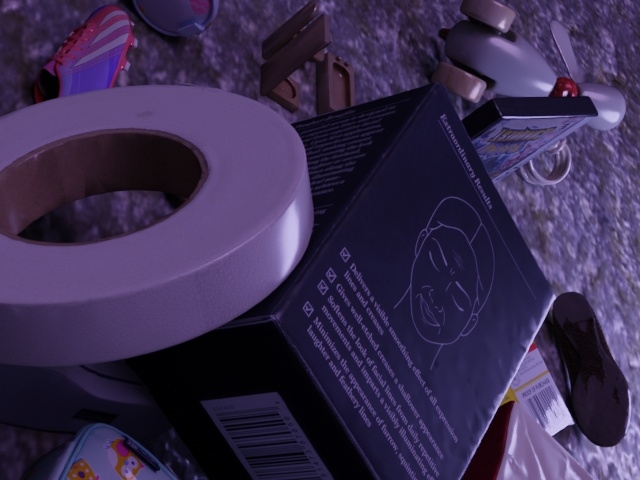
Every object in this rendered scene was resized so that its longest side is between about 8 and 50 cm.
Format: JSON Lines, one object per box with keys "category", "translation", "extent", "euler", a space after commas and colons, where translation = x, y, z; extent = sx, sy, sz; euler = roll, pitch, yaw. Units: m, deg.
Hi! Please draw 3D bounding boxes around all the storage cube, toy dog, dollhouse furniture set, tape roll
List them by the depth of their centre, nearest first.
{"category": "tape roll", "translation": [-0.200, -0.026, 1.463], "extent": [0.392, 0.392, 0.072], "euler": [-65, 153, -54]}
{"category": "storage cube", "translation": [0.192, 0.330, 1.755], "extent": [0.215, 0.193, 0.183], "euler": [44, 34, -12]}
{"category": "dollhouse furniture set", "translation": [0.018, -0.242, 2.134], "extent": [0.151, 0.123, 0.144], "euler": [31, 39, -31]}
{"category": "toy dog", "translation": [0.304, -0.263, 2.488], "extent": [0.334, 0.220, 0.161], "euler": [45, 1, -27]}

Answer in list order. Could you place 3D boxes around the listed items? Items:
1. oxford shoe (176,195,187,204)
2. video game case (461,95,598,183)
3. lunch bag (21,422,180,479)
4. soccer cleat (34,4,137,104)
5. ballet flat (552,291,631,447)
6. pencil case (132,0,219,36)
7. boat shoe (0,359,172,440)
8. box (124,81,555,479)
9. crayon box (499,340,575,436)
{"category": "oxford shoe", "translation": [-0.087, -0.063, 1.883], "extent": [0.212, 0.076, 0.076], "euler": [7, 56, -46]}
{"category": "video game case", "translation": [0.213, -0.116, 2.146], "extent": [0.275, 0.248, 0.035], "euler": [-8, 68, -54]}
{"category": "lunch bag", "translation": [-0.182, 0.307, 1.385], "extent": [0.224, 0.108, 0.279], "euler": [43, 34, -15]}
{"category": "soccer cleat", "translation": [-0.269, -0.192, 1.775], "extent": [0.095, 0.083, 0.248], "euler": [30, 42, -24]}
{"category": "ballet flat", "translation": [0.380, 0.185, 2.249], "extent": [0.058, 0.084, 0.250], "euler": [70, 5, -54]}
{"category": "pencil case", "translation": [-0.159, -0.372, 2.048], "extent": [0.273, 0.113, 0.124], "euler": [-73, 155, -52]}
{"category": "boat shoe", "translation": [-0.243, 0.127, 1.508], "extent": [0.258, 0.095, 0.084], "euler": [28, 35, -50]}
{"category": "box", "translation": [0.032, 0.079, 1.611], "extent": [0.293, 0.212, 0.395], "euler": [59, 42, -22]}
{"category": "crayon box", "translation": [0.182, 0.126, 2.010], "extent": [0.202, 0.081, 0.318], "euler": [-18, 81, -56]}
